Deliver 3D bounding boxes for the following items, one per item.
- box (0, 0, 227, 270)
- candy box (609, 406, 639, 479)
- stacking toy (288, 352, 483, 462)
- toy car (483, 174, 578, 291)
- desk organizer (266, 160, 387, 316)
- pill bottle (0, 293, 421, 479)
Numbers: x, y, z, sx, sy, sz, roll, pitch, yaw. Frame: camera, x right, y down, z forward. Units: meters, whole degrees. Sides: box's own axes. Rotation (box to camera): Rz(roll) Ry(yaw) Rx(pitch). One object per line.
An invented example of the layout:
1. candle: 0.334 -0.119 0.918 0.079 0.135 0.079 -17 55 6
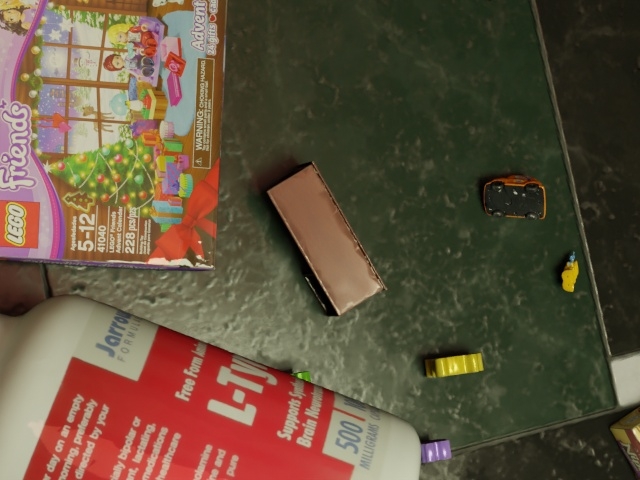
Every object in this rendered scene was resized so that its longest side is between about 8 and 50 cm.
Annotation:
1. box: -0.184 -0.124 1.564 0.201 0.057 0.293 3 86 -17
2. candy box: 0.375 0.173 1.726 0.186 0.053 0.109 -30 96 -18
3. stacking toy: 0.048 0.192 1.627 0.221 0.052 0.167 -6 87 -16
4. toy car: 0.194 -0.010 1.698 0.122 0.060 0.040 67 28 -21
5. desk organizer: 0.000 0.000 1.621 0.050 0.047 0.130 -32 96 -14
6. pill bottle: -0.145 0.180 1.455 0.407 0.229 0.229 21 81 -4
